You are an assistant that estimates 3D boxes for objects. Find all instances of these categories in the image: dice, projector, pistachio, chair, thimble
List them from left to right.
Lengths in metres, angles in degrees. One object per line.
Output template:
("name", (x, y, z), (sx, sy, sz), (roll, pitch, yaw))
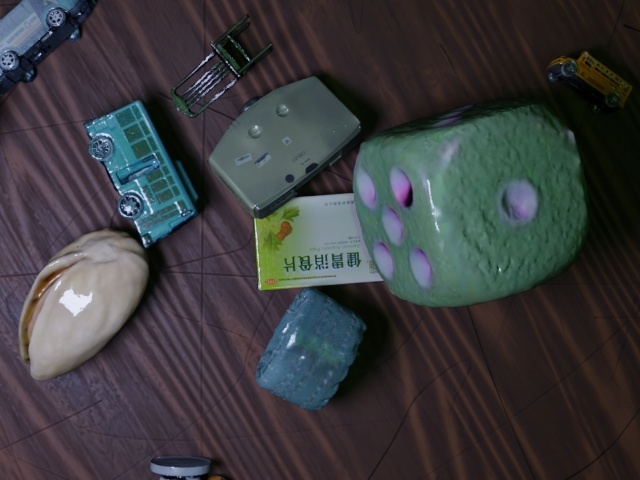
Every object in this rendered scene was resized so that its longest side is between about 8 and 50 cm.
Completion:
("pistachio", (-0.446, 0.119, 1.763), (0.318, 0.214, 0.193), (-53, 52, 9))
("chair", (-0.195, -0.324, 1.795), (0.212, 0.101, 0.084), (-41, 95, -2))
("projector", (-0.074, -0.185, 1.796), (0.269, 0.088, 0.193), (-39, 74, -11))
("thimble", (-0.021, 0.210, 1.793), (0.143, 0.198, 0.235), (30, 123, -7))
("dice", (0.262, -0.073, 1.705), (0.322, 0.330, 0.318), (-17, 100, -20))

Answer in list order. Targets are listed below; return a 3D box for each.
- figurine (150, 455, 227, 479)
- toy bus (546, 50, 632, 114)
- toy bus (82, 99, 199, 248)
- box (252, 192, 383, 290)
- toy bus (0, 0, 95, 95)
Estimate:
("figurine", (-0.262, 0.542, 1.822), (0.176, 0.133, 0.236), (5, 87, -23))
("toy bus", (0.531, -0.319, 1.868), (0.162, 0.069, 0.074), (34, 81, -8))
("toy bus", (-0.332, -0.124, 1.782), (0.147, 0.128, 0.256), (-27, 93, -4))
("box", (0.001, -0.001, 1.846), (0.260, 0.062, 0.175), (-4, 93, -5))
("toy bus", (-0.542, -0.388, 1.775), (0.261, 0.091, 0.109), (-43, 85, -3))
